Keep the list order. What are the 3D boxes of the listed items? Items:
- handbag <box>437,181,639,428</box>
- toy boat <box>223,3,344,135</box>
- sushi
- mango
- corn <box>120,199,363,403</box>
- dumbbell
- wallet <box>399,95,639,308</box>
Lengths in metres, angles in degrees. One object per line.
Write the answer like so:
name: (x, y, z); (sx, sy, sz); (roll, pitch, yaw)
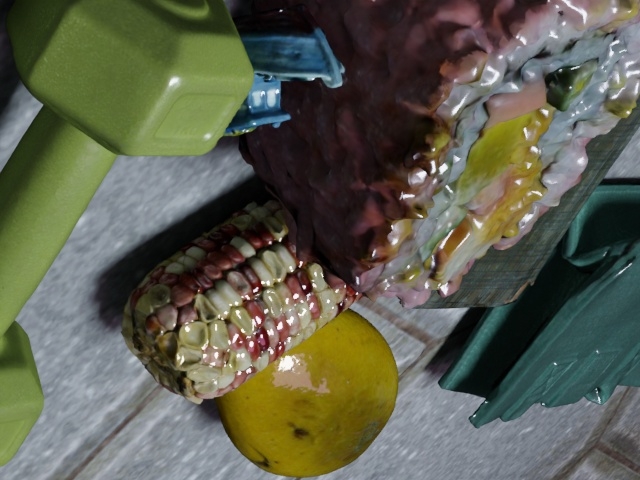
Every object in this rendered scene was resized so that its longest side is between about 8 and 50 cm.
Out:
handbag: (0.260, 0.054, 1.693); (0.326, 0.089, 0.238); (-5, 136, -54)
toy boat: (-0.039, -0.087, 0.988); (0.137, 0.060, 0.060); (-7, -174, 46)
sushi: (0.072, -0.097, 1.083); (0.236, 0.171, 0.270); (-26, 152, -34)
mango: (-0.016, 0.105, 1.359); (0.137, 0.098, 0.195); (-42, 150, 7)
corn: (0.000, 0.000, 1.216); (0.290, 0.098, 0.098); (-36, 154, -23)
dumbbell: (-0.150, -0.011, 0.961); (0.121, 0.108, 0.302); (-6, 137, -53)
wallet: (0.185, -0.074, 1.428); (0.169, 0.044, 0.317); (-3, 134, -52)
